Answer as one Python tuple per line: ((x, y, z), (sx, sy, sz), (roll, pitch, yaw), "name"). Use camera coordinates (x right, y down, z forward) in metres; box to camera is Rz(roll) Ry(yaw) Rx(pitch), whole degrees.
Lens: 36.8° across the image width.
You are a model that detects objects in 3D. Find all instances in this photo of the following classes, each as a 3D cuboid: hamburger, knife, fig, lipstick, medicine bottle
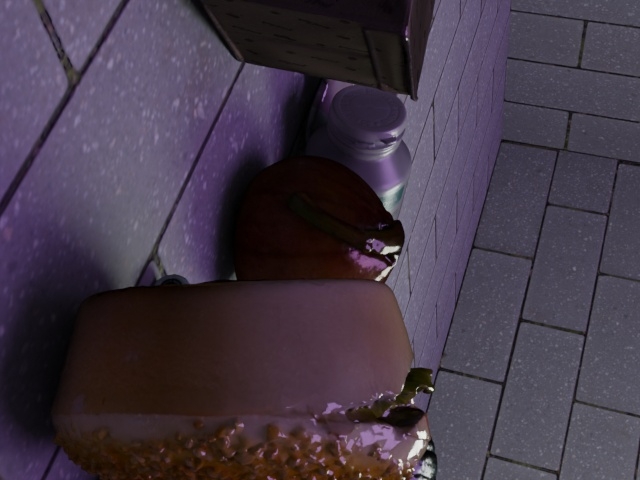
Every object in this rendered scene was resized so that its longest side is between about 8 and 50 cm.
((-0.059, 0.120, 0.751), (0.302, 0.302, 0.170), (28, 58, -75), "hamburger")
((0.057, -0.237, 1.370), (0.398, 0.038, 0.132), (-45, 155, -59), "knife")
((0.000, 0.001, 1.065), (0.205, 0.205, 0.205), (12, 90, -75), "fig")
((-0.137, 0.082, 0.927), (0.116, 0.037, 0.037), (90, 19, -49), "lipstick")
((0.044, -0.084, 1.212), (0.215, 0.135, 0.135), (101, 11, -47), "medicine bottle")

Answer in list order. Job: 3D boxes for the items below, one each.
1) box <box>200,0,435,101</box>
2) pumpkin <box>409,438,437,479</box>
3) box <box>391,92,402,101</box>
((0.024, -0.309, 0.881), (0.225, 0.190, 0.297), (38, 63, -82), "box")
((0.058, 0.334, 1.400), (0.248, 0.248, 0.248), (12, 90, -75), "pumpkin")
((0.063, -0.127, 1.440), (0.233, 0.067, 0.149), (-57, 155, -55), "box")
